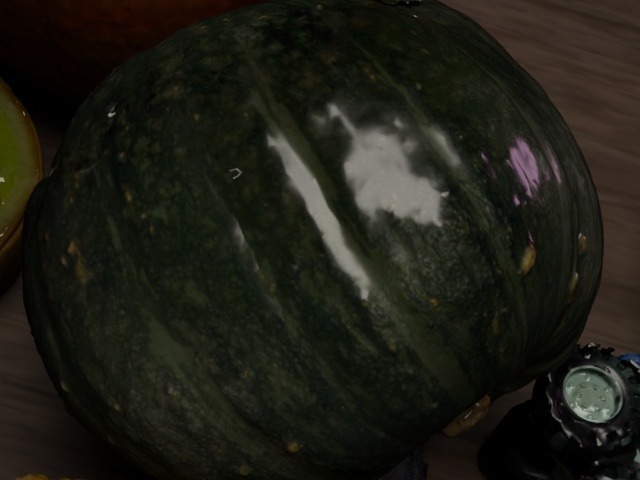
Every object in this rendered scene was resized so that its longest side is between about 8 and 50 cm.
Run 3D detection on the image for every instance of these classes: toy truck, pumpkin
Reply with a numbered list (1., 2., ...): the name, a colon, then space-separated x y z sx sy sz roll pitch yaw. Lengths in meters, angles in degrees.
1. toy truck: 0.177 0.174 0.887 0.126 0.113 0.208 3 59 -14
2. pumpkin: 0.000 0.000 0.838 0.291 0.327 0.257 -31 82 10

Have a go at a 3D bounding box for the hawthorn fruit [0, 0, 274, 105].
1. hawthorn fruit: -0.125 -0.233 0.964 0.311 0.295 0.295 32 57 -5

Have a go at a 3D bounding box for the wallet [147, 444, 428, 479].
1. wallet: -0.020 0.153 0.903 0.166 0.030 0.111 13 48 -7

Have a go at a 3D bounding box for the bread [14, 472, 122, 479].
1. bread: -0.117 0.239 0.762 0.240 0.139 0.240 6 58 -9

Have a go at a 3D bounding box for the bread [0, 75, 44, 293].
1. bread: -0.286 -0.039 0.936 0.236 0.070 0.236 6 59 -10
